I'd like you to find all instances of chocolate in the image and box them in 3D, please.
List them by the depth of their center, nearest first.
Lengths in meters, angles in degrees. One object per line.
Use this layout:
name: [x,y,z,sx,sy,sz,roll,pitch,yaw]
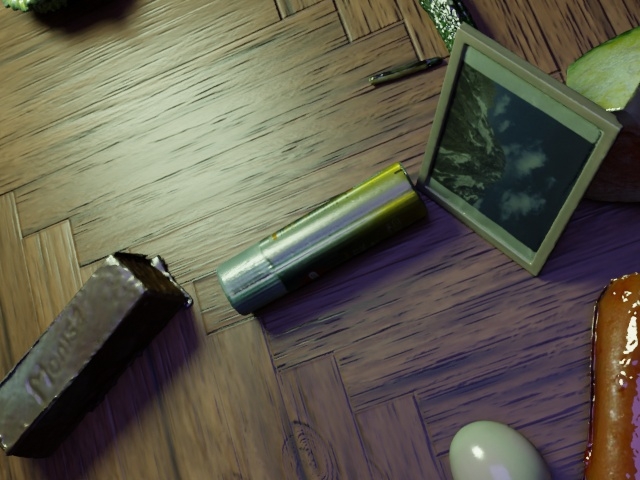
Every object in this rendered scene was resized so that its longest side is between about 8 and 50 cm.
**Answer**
chocolate: [-0.330,0.151,1.056,0.112,0.112,0.321,42,90,18]

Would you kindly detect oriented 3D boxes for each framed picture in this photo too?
framed picture: [0.214,-0.094,0.893,0.209,0.281,0.019,39,62,22]

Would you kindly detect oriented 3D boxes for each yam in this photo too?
yam: [0.120,-0.240,1.081,0.107,0.014,0.014,-15,73,10]

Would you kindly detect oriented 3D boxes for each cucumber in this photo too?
cucumber: [0.194,-0.274,1.051,0.058,0.058,0.187,-25,70,8]

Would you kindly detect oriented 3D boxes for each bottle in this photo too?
bottle: [0.000,0.000,1.018,0.286,0.082,0.082,-29,71,7]

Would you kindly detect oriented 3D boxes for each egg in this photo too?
egg: [0.208,0.270,0.882,0.103,0.103,0.135,-40,68,3]

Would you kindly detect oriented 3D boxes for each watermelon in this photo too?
watermelon: [0.385,-0.150,0.906,0.193,0.232,0.310,10,34,20]

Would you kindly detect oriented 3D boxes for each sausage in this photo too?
sausage: [0.356,0.201,0.863,0.102,0.102,0.331,6,77,17]

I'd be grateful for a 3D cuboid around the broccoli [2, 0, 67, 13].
broccoli: [-0.429,-0.492,1.172,0.263,0.243,0.247,-38,57,-2]
